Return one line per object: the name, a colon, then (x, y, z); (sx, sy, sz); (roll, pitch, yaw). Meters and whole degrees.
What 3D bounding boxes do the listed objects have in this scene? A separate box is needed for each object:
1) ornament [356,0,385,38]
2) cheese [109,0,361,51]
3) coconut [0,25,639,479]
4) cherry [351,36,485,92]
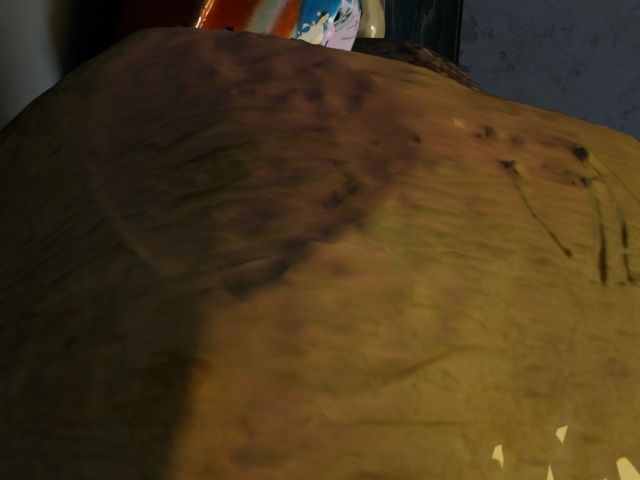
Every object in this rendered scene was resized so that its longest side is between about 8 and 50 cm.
ornament: (0.025, -0.162, 1.534); (0.245, 0.061, 0.230); (61, 41, -73)
cheese: (-0.070, -0.085, 0.875); (0.329, 0.129, 0.217); (-67, 171, 25)
coconut: (-0.043, 0.105, 0.597); (0.404, 0.404, 0.405); (8, 90, -80)
cherry: (0.044, -0.057, 1.177); (0.296, 0.255, 0.218); (-103, -174, -54)
